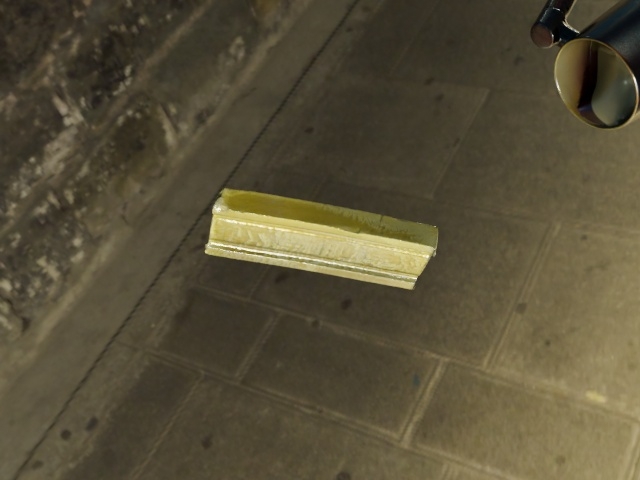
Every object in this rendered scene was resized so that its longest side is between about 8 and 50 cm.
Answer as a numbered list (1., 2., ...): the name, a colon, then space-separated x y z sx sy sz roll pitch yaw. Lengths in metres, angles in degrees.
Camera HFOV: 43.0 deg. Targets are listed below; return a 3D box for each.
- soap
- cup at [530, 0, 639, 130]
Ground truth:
1. soap: 0.000 -0.001 0.910 0.252 0.092 0.037 11 53 -10
2. cup: 0.419 -0.270 1.167 0.177 0.166 0.239 -34 42 -21
